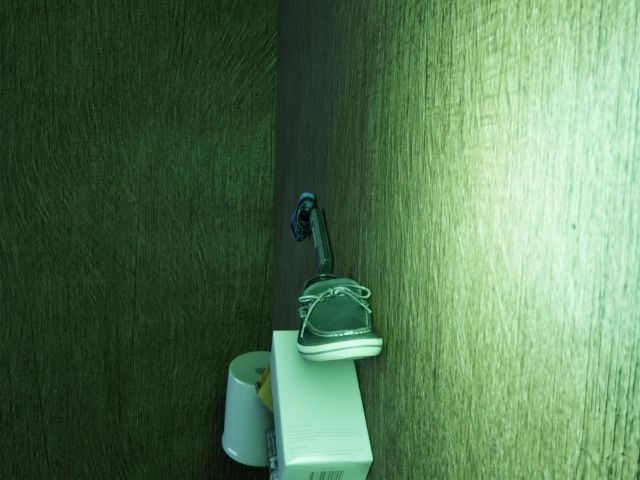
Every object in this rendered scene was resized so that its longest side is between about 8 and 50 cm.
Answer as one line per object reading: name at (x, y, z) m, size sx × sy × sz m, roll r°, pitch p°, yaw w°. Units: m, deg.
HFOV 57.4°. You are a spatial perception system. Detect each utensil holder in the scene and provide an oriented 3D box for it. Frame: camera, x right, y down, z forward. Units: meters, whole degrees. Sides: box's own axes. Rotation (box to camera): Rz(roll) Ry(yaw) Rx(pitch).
utensil holder at (-0.264, 0.731, 2.579) m, size 0.328 × 0.327 × 0.386 m, roll -117°, pitch 30°, yaw -68°

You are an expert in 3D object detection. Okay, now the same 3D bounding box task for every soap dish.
soap dish at (-0.118, 0.441, 2.026) m, size 0.291 × 0.118 × 0.229 m, roll -60°, pitch 4°, yaw -10°

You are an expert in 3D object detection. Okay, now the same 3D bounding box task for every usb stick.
usb stick at (0.000, 0.000, 1.917) m, size 0.278 × 0.045 × 0.077 m, roll -100°, pitch 14°, yaw -47°

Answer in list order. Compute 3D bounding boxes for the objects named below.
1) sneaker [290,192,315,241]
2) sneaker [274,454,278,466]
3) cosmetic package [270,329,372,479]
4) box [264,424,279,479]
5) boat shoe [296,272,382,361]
sneaker at (-0.067, -0.066, 2.193) m, size 0.091 × 0.081 × 0.232 m, roll -90°, pitch 9°, yaw -46°
sneaker at (-0.036, 0.736, 1.948) m, size 0.090 × 0.144 × 0.270 m, roll -65°, pitch -24°, yaw 1°
cosmetic package at (-0.012, 0.421, 1.502) m, size 0.385 × 0.217 × 0.156 m, roll -98°, pitch 13°, yaw -46°
box at (-0.106, 0.839, 2.095) m, size 0.243 × 0.076 × 0.307 m, roll 63°, pitch 179°, yaw -20°
boat shoe at (0.028, 0.174, 1.387) m, size 0.500 × 0.186 × 0.156 m, roll -134°, pitch 39°, yaw -83°
